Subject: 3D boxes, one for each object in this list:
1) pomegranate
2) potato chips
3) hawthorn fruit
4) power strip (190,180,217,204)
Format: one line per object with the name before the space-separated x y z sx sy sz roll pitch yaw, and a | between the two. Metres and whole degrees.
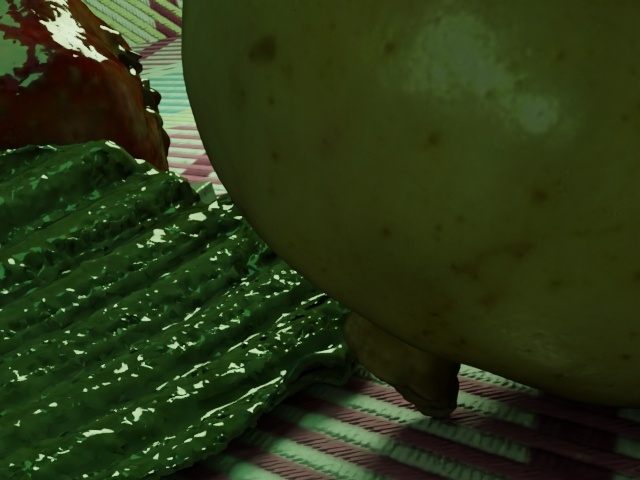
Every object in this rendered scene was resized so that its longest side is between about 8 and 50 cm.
pomegranate | 0.121 -0.088 0.807 0.411 0.411 0.411 -14 14 3
potato chips | -0.157 0.050 0.993 0.358 0.070 0.429 19 34 35
hawthorn fruit | -0.281 -0.056 1.311 0.330 0.287 0.287 -29 14 0
power strip | -0.100 -0.002 1.241 0.042 0.075 0.175 -11 15 21
